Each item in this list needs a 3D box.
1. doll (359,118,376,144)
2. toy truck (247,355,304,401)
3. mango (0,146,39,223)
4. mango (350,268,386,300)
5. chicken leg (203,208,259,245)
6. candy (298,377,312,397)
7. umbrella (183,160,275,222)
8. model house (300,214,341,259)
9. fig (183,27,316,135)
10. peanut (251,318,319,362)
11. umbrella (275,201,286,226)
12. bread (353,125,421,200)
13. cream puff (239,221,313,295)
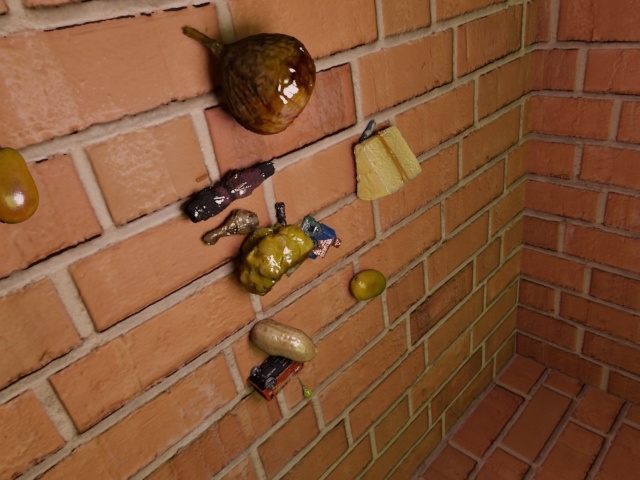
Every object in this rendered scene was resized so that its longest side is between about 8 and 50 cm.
[{"bbox_3d":[0.188,-0.424,1.865,0.125,0.027,0.037,-59,142,-11],"label":"doll"},{"bbox_3d":[-0.149,0.485,1.810,0.253,0.108,0.114,-40,131,-26],"label":"toy truck"},{"bbox_3d":[-0.689,-0.116,1.035,0.111,0.090,0.163,-37,120,-46],"label":"mango"},{"bbox_3d":[0.218,0.190,2.091,0.238,0.091,0.137,-13,119,-49],"label":"mango"},{"bbox_3d":[-0.285,-0.043,1.504,0.198,0.069,0.084,-29,148,-28],"label":"chicken leg"},{"bbox_3d":[-0.070,0.621,2.006,0.035,0.035,0.122,-68,140,-53],"label":"candy"},{"bbox_3d":[-0.270,-0.159,1.449,0.326,0.090,0.094,-39,127,-30],"label":"umbrella"},{"bbox_3d":[0.000,0.000,1.746,0.119,0.149,0.148,35,77,-46],"label":"model house"},{"bbox_3d":[-0.211,-0.468,1.313,0.369,0.286,0.286,21,89,-19],"label":"fig"},{"bbox_3d":[-0.127,0.369,1.720,0.137,0.254,0.122,100,7,-61],"label":"peanut"},{"bbox_3d":[-0.135,-0.064,1.663,0.040,0.037,0.143,-28,121,-42],"label":"umbrella"},{"bbox_3d":[0.237,-0.315,1.909,0.263,0.199,0.235,-35,102,-38],"label":"bread"},{"bbox_3d":[-0.167,0.048,1.576,0.282,0.185,0.282,-44,176,-4],"label":"cream puff"}]
